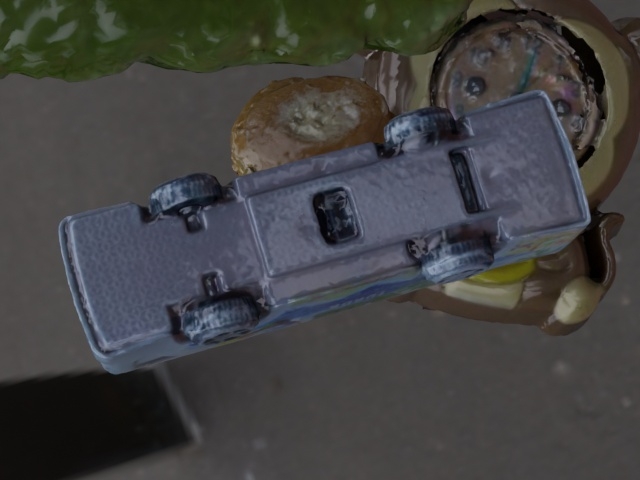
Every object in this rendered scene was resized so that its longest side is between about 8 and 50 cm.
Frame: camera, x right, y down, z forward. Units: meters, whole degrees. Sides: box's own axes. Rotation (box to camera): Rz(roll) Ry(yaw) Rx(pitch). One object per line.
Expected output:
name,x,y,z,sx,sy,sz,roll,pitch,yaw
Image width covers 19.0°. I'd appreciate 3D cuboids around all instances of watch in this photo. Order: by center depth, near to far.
watch,0.128,-0.077,1.760,0.327,0.314,0.335,144,135,-75

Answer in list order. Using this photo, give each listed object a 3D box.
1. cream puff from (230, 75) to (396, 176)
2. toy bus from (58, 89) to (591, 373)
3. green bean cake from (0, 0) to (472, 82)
cream puff,0.001,-0.066,1.517,0.103,0.144,0.126,76,-176,-52
toy bus,0.000,0.000,1.234,0.136,0.329,0.109,114,140,-75
green bean cake,-0.065,-0.188,0.674,0.156,0.247,0.250,-151,60,-63
